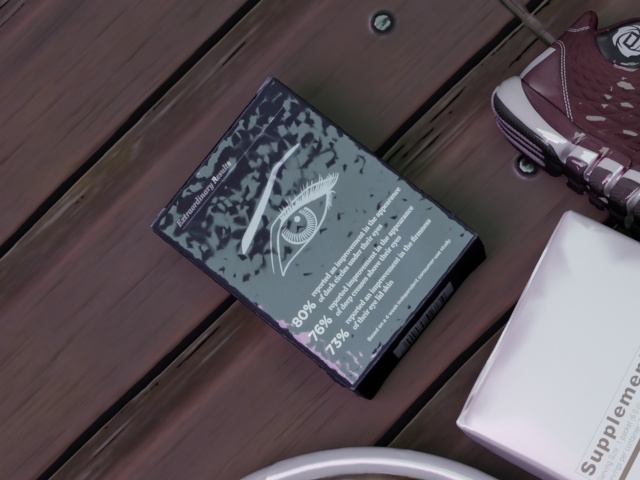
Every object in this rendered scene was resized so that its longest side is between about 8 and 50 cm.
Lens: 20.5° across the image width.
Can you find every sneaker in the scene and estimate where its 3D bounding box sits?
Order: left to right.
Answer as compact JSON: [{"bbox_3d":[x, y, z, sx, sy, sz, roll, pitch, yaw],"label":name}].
[{"bbox_3d":[0.279,-0.076,1.336,0.281,0.106,0.162,40,85,12],"label":"sneaker"}]

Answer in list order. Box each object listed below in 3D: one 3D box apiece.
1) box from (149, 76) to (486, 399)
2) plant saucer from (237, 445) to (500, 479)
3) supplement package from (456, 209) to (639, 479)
[{"bbox_3d":[0.000,0.000,1.357,0.207,0.108,0.153,39,88,12],"label":"box"},{"bbox_3d":[0.040,0.354,1.298,0.400,0.100,0.401,-1,81,8],"label":"plant saucer"},{"bbox_3d":[0.267,0.129,1.264,0.293,0.177,0.175,27,86,12],"label":"supplement package"}]
